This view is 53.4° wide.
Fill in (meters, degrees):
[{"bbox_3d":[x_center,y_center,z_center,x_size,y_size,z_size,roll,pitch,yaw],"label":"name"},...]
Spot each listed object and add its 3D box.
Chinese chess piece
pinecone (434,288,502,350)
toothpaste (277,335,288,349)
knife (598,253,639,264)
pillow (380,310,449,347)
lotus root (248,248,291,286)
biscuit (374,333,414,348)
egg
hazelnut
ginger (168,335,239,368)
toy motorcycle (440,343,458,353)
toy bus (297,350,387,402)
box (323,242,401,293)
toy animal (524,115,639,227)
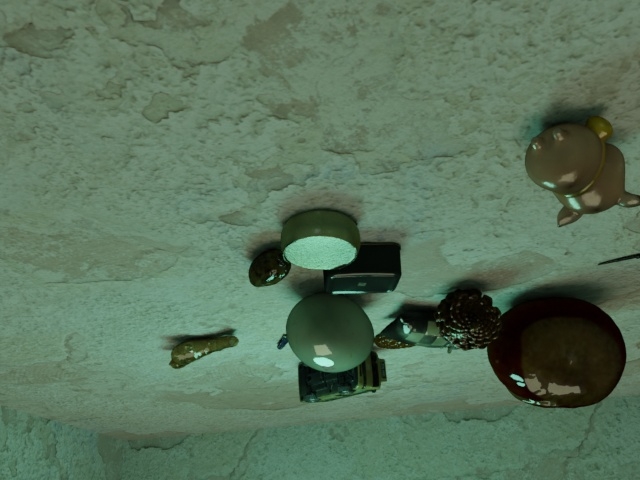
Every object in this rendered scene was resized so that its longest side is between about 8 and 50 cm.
[{"bbox_3d":[0.000,0.000,1.489,0.188,0.083,0.188,0,153,0],"label":"Chinese chess piece"},{"bbox_3d":[0.429,0.235,1.905,0.168,0.186,0.212,-17,-179,-26],"label":"pinecone"},{"bbox_3d":[-0.133,0.368,2.291,0.037,0.021,0.140,6,151,-17],"label":"toothpaste"},{"bbox_3d":[0.852,0.049,1.750,0.170,0.010,0.023,-15,152,27],"label":"knife"},{"bbox_3d":[0.337,0.288,2.078,0.249,0.106,0.186,10,152,-15],"label":"pillow"},{"bbox_3d":[-0.133,0.071,1.614,0.089,0.081,0.179,-3,162,-31],"label":"lotus root"},{"bbox_3d":[0.287,0.363,2.315,0.187,0.027,0.188,-1,154,-1],"label":"biscuit"},{"bbox_3d":[0.039,0.276,1.884,0.229,0.230,0.371,-16,156,24],"label":"egg"},{"bbox_3d":[0.733,0.354,1.999,0.408,0.360,0.359,0,155,12],"label":"hazelnut"},{"bbox_3d":[-0.421,0.382,2.225,0.333,0.081,0.148,-21,149,20],"label":"ginger"},{"bbox_3d":[0.520,0.346,2.254,0.152,0.073,0.225,15,148,-37],"label":"toy motorcycle"},{"bbox_3d":[0.075,0.524,2.466,0.201,0.177,0.365,13,153,-37],"label":"toy bus"},{"bbox_3d":[0.105,0.075,1.638,0.200,0.090,0.144,0,153,-5],"label":"box"},{"bbox_3d":[0.479,-0.139,1.190,0.248,0.149,0.165,33,153,-34],"label":"toy animal"}]
